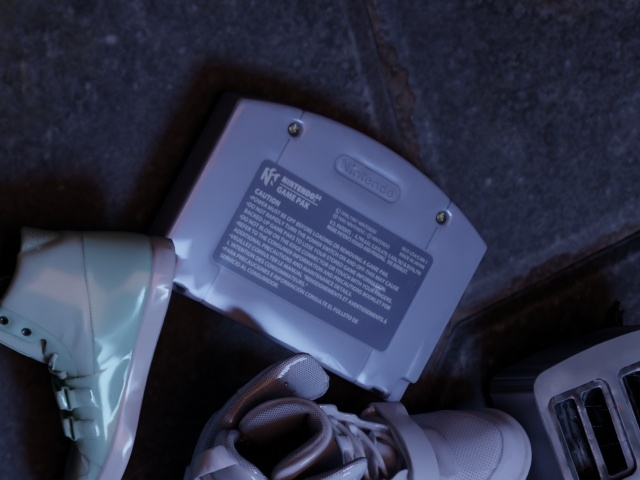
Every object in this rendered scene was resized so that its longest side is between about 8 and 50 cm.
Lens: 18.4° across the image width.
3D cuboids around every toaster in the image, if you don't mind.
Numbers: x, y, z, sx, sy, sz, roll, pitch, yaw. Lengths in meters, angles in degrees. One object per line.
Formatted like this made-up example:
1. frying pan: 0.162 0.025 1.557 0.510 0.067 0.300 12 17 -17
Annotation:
1. toaster: 0.263 0.166 1.848 0.168 0.110 0.185 -19 91 -21

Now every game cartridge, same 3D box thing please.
1. game cartridge: 0.000 0.000 1.718 0.297 0.062 0.198 30 83 -31

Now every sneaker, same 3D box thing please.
1. sneaker: -0.218 0.103 1.611 0.151 0.094 0.256 10 108 -13
2. sneaker: 0.036 0.192 1.686 0.366 0.137 0.210 -15 148 -22
